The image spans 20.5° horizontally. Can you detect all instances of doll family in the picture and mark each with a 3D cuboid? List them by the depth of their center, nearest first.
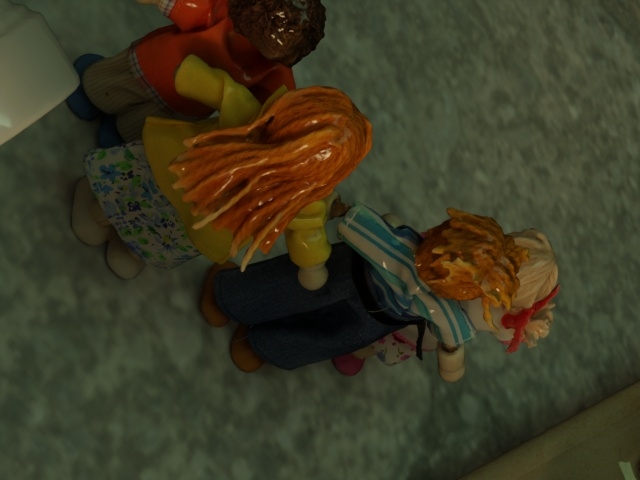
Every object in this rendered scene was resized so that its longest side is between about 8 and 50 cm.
[{"bbox_3d":[0.000,0.000,0.768,0.263,0.163,0.118,44,48,-26],"label":"doll family"}]

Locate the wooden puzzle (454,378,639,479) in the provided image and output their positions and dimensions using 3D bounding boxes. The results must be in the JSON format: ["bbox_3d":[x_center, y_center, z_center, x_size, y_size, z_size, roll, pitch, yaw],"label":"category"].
[{"bbox_3d":[0.213,0.232,0.913,0.348,0.080,0.322,-20,84,-41],"label":"wooden puzzle"}]

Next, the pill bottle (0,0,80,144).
[{"bbox_3d":[-0.205,-0.133,0.613,0.153,0.153,0.264,-45,109,-45],"label":"pill bottle"}]
